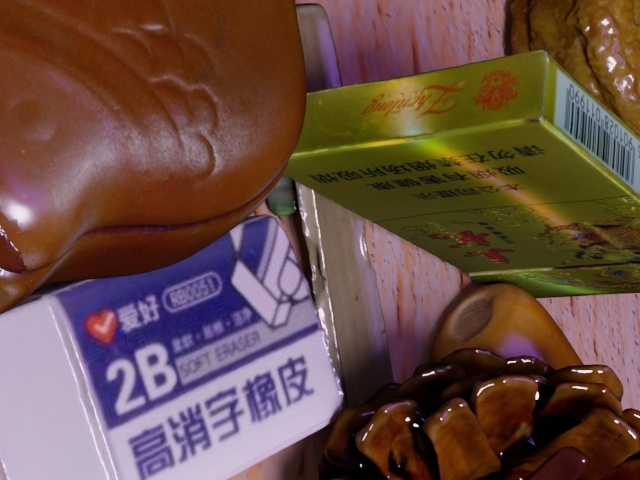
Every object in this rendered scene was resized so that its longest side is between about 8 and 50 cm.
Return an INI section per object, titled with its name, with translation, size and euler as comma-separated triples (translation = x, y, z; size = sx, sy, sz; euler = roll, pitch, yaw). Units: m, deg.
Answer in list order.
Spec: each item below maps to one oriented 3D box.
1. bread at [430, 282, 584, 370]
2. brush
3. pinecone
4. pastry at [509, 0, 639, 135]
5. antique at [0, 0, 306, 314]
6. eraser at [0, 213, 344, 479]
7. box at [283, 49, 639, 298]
[bread]
translation = 0.166, 0.137, 0.942
size = 0.239, 0.074, 0.092
euler = 54, 43, -20
[brush]
translation = 0.000, 0.000, 0.838
size = 0.054, 0.048, 0.282
euler = -18, 99, -49
[pinecone]
translation = 0.098, 0.160, 0.774
size = 0.229, 0.201, 0.202
euler = -3, 89, -26
[pastry]
translation = 0.230, -0.139, 1.061
size = 0.188, 0.103, 0.189
euler = 14, 70, -42
[antique]
translation = -0.117, -0.083, 0.664
size = 0.223, 0.129, 0.278
euler = 38, 47, -13
[eraser]
translation = -0.091, 0.072, 0.710
size = 0.210, 0.068, 0.124
euler = -22, 97, -45
[box]
translation = 0.125, -0.023, 0.831
size = 0.311, 0.173, 0.043
euler = 27, 64, -51
